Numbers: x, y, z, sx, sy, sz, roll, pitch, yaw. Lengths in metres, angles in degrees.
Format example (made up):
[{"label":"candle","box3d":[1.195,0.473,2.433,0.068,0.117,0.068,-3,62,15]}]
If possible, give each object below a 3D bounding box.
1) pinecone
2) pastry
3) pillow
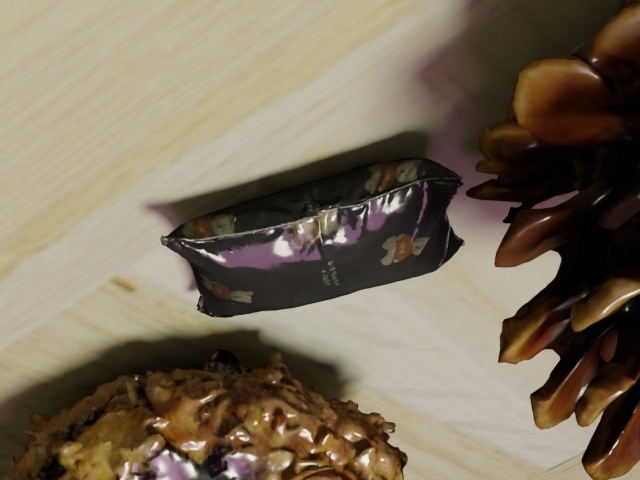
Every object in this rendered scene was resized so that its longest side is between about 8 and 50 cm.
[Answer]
[{"label":"pinecone","box3d":[0.184,0.009,0.650,0.264,0.264,0.264,-12,147,-8]},{"label":"pastry","box3d":[-0.072,0.191,0.849,0.274,0.193,0.275,-12,149,-7]},{"label":"pillow","box3d":[0.000,-0.001,0.731,0.150,0.048,0.090,-14,138,2]}]
